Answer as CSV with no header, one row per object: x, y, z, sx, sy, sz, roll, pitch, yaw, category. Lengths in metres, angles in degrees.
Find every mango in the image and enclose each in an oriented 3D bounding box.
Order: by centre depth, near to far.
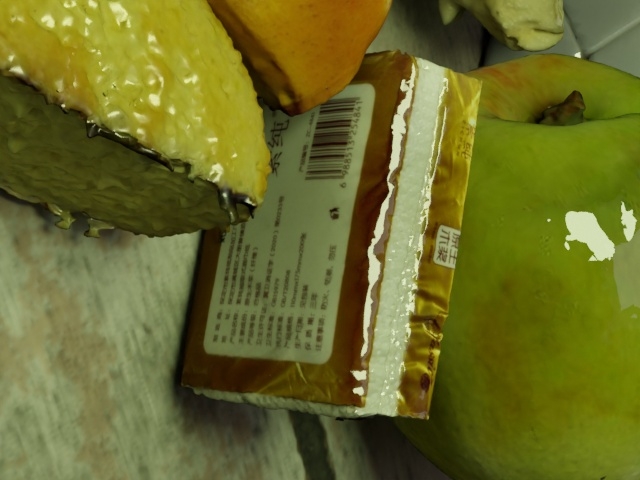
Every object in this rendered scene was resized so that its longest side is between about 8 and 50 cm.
-0.064,-0.211,0.771,0.138,0.187,0.257,-57,141,-34,mango

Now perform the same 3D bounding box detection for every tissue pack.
0.000,0.000,0.864,0.092,0.183,0.226,14,80,-40,tissue pack

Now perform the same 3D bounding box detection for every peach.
0.166,0.035,0.969,0.281,0.314,0.315,-45,151,-66,peach

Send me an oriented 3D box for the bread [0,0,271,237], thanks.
-0.144,-0.100,0.722,0.261,0.160,0.147,27,64,-40,bread

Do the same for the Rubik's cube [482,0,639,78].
0.297,-0.167,1.170,0.225,0.231,0.221,27,71,-48,Rubik's cube

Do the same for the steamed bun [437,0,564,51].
0.125,-0.297,1.008,0.295,0.137,0.292,80,14,-48,steamed bun
